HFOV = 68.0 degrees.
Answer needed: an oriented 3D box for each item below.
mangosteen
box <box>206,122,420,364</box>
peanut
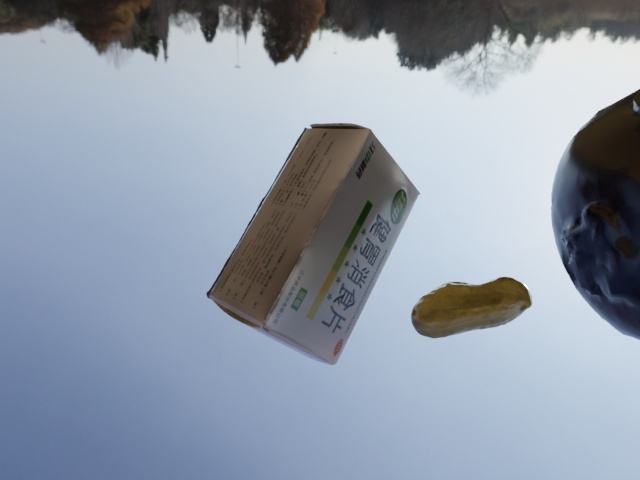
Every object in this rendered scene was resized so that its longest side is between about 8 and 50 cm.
[{"bbox_3d":[0.506,-0.061,0.592,0.421,0.381,0.381,-47,-137,-5],"label":"mangosteen"},{"bbox_3d":[0.001,-0.002,0.728,0.145,0.173,0.333,16,-107,44],"label":"box"},{"bbox_3d":[0.391,0.167,1.249,0.318,0.148,0.148,-15,-151,1],"label":"peanut"}]
